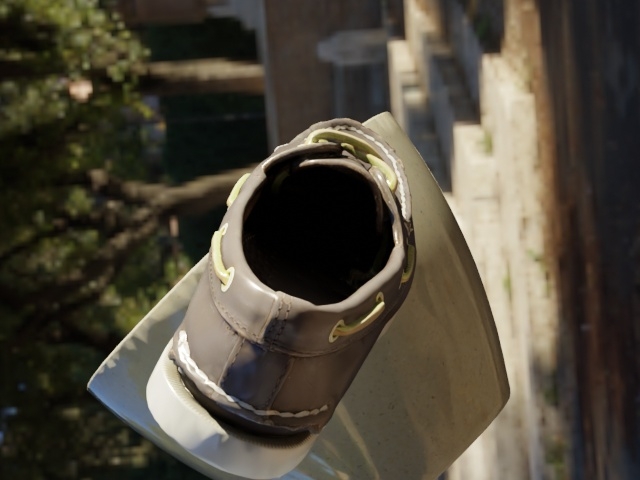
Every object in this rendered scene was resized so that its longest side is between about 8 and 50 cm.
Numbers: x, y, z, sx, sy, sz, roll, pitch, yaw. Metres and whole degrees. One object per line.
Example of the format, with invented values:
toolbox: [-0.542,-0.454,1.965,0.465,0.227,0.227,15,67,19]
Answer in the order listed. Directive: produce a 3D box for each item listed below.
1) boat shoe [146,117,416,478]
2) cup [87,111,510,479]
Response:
boat shoe: [0.000,0.000,0.817,0.097,0.116,0.324,-62,-1,28]
cup: [0.013,0.093,1.220,0.237,0.331,0.331,47,178,4]
